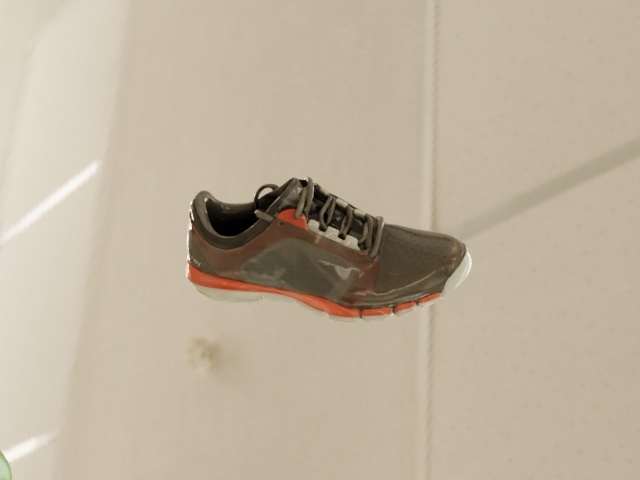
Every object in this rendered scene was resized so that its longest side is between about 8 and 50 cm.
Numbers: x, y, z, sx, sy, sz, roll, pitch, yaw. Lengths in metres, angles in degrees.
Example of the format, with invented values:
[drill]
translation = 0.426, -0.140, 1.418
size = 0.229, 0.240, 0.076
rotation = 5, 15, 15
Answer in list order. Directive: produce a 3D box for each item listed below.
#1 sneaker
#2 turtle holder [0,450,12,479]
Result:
[sneaker]
translation = 0.000, 0.000, 0.669
size = 0.061, 0.157, 0.065
rotation = -74, 161, -55
[turtle holder]
translation = -0.390, 0.167, 1.026
size = 0.227, 0.320, 0.243
rotation = -22, -90, 11
